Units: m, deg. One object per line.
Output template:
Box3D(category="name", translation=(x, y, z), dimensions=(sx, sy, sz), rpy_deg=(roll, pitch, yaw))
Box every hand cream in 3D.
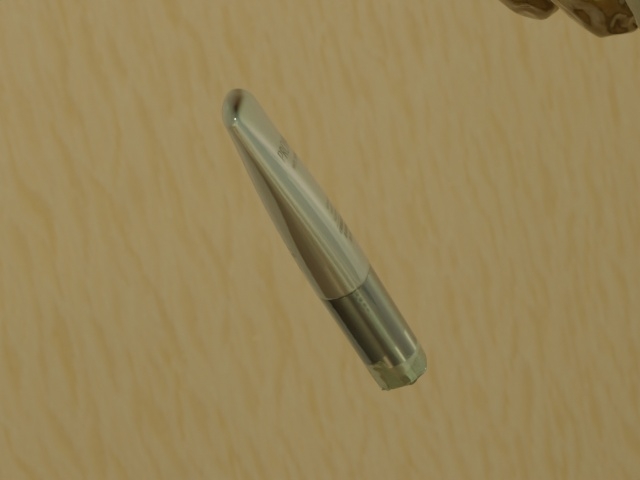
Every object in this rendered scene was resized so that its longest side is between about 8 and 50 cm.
Box3D(category="hand cream", translation=(0.000, 0.000, 0.983), dimensions=(0.048, 0.255, 0.079), rpy_deg=(-29, 20, 8))

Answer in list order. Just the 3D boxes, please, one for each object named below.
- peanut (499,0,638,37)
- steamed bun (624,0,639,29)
Box3D(category="peanut", translation=(0.163, -0.241, 0.998), dimensions=(0.110, 0.197, 0.233), rpy_deg=(-44, 35, -9))
Box3D(category="steamed bun", translation=(0.381, -0.137, 0.822), dimensions=(0.342, 0.368, 0.255), rpy_deg=(-5, -15, -35))
